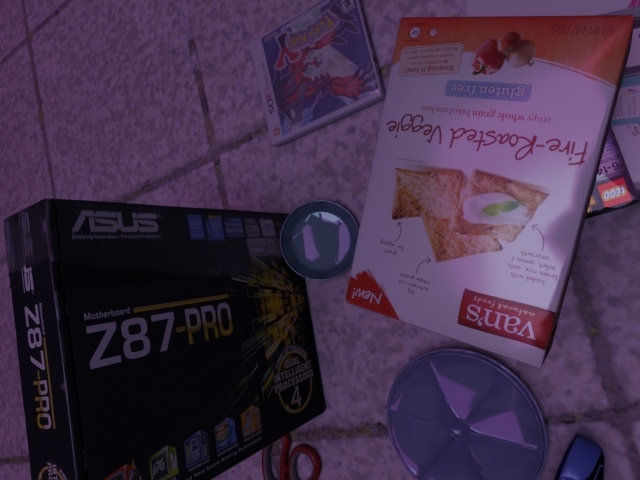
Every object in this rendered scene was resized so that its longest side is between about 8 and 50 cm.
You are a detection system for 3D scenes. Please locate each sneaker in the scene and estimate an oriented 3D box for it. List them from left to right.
[{"bbox_3d":[0.285,0.336,0.506,0.091,0.081,0.232,15,88,31],"label":"sneaker"}]

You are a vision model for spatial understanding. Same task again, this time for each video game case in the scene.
[{"bbox_3d":[-0.013,-0.265,0.725,0.201,0.023,0.183,-17,82,29],"label":"video game case"}]

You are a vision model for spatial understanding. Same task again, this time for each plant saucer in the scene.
[{"bbox_3d":[0.000,0.000,0.700,0.120,0.021,0.119,-1,85,7],"label":"plant saucer"}]

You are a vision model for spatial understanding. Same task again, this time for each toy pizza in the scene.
[{"bbox_3d":[0.182,0.238,0.605,0.201,0.032,0.201,0,90,30],"label":"toy pizza"}]

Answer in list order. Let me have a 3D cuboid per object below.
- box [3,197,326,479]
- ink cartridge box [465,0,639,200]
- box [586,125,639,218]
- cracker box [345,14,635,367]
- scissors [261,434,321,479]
[{"bbox_3d":[-0.154,0.121,0.596,0.097,0.395,0.318,-16,81,32],"label":"box"},{"bbox_3d":[0.298,-0.136,0.438,0.270,0.198,0.197,-2,90,30],"label":"ink cartridge box"},{"bbox_3d":[0.168,-0.051,0.386,0.137,0.027,0.093,-21,82,30],"label":"box"},{"bbox_3d":[0.119,-0.043,0.360,0.156,0.067,0.232,15,100,30],"label":"cracker box"},{"bbox_3d":[-0.055,0.455,0.757,0.109,0.021,0.296,6,94,28],"label":"scissors"}]
